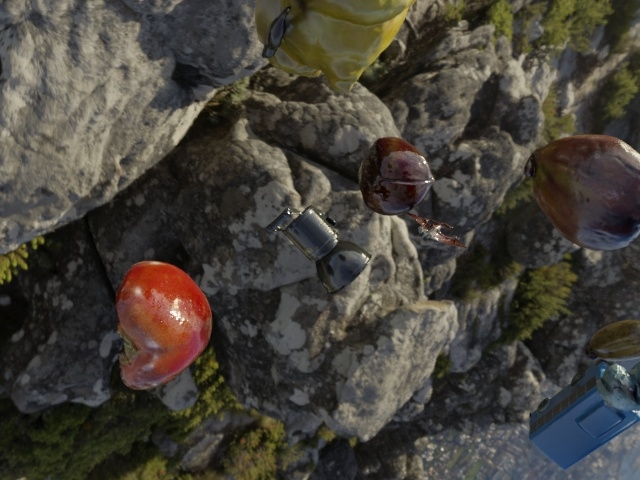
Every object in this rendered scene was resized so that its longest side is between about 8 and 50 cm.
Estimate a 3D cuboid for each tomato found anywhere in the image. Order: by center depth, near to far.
[{"bbox_3d":[-0.278,0.155,0.832,0.140,0.200,0.232,2,110,2],"label":"tomato"}]

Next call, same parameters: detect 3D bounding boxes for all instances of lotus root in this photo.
[{"bbox_3d":[0.574,0.185,0.834,0.063,0.152,0.072,-18,80,-48],"label":"lotus root"}]

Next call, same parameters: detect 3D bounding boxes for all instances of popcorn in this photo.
[{"bbox_3d":[0.024,-0.366,0.584,0.281,0.297,0.315,-10,129,-33],"label":"popcorn"}]

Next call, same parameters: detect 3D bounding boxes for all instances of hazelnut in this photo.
[{"bbox_3d":[0.219,-0.180,1.297,0.230,0.229,0.229,-15,121,-27],"label":"hazelnut"}]

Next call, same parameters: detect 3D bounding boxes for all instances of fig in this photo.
[{"bbox_3d":[0.559,-0.103,0.913,0.224,0.224,0.263,-36,95,-13],"label":"fig"}]

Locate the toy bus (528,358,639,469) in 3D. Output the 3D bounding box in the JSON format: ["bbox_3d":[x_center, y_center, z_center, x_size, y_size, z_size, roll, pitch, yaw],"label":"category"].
[{"bbox_3d":[0.466,0.309,0.788,0.106,0.090,0.184,-25,152,-58],"label":"toy bus"}]

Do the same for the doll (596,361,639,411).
[{"bbox_3d":[0.286,0.100,0.307,0.180,0.120,0.075,-10,102,-36],"label":"doll"}]

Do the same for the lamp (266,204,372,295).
[{"bbox_3d":[0.000,0.000,1.089,0.227,0.172,0.147,48,123,-6],"label":"lamp"}]

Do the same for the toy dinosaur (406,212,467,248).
[{"bbox_3d":[0.314,-0.031,1.236,0.108,0.220,0.032,-18,133,-37],"label":"toy dinosaur"}]
